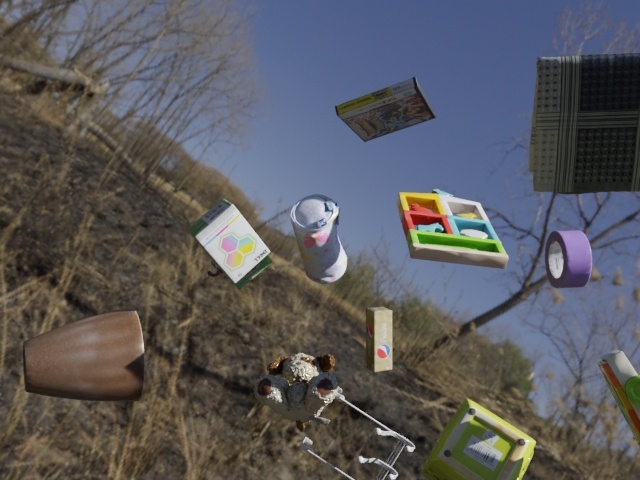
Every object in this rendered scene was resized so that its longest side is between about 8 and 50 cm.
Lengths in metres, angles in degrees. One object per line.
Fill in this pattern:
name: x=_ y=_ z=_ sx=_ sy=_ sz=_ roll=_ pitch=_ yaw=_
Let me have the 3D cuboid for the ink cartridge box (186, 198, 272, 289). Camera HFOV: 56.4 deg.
ink cartridge box: x=-0.189 y=0.020 z=1.337 sx=0.062 sy=0.109 sz=0.209 roll=31 pitch=-21 yaw=55

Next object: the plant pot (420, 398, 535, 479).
plant pot: x=0.405 y=0.554 z=1.526 sx=0.228 sy=0.227 sz=0.207 roll=30 pitch=-20 yaw=23

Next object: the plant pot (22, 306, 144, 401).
plant pot: x=-0.532 y=0.265 z=1.329 sx=0.230 sy=0.215 sz=0.215 roll=-1 pitch=12 yaw=-29

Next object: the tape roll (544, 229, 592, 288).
tape roll: x=0.805 y=0.061 z=1.946 sx=0.080 sy=0.189 sz=0.189 roll=-2 pitch=-10 yaw=1

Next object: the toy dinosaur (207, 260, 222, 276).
toy dinosaur: x=-0.256 y=0.074 z=1.531 sx=0.047 sy=0.082 sz=0.090 roll=6 pitch=36 yaw=-44

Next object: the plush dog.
plush dog: x=-0.061 y=0.460 z=1.909 sx=0.263 sy=0.225 sz=0.210 roll=-4 pitch=-51 yaw=9

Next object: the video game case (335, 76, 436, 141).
video game case: x=0.206 y=-0.390 z=1.819 sx=0.248 sy=0.035 sz=0.275 roll=-16 pitch=-14 yaw=19

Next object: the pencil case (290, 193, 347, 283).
pencil case: x=0.000 y=0.000 z=1.564 sx=0.113 sy=0.124 sz=0.273 roll=50 pitch=-17 yaw=34

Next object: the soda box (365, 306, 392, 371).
soda box: x=0.173 y=0.290 z=1.762 sx=0.061 sy=0.181 sz=0.058 roll=-3 pitch=7 yaw=-22

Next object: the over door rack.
over door rack: x=0.104 y=0.666 z=1.922 sx=0.324 sy=0.239 sz=0.108 roll=33 pitch=9 yaw=20

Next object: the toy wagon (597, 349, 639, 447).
toy wagon: x=0.693 y=0.398 z=1.248 sx=0.344 sy=0.068 sz=0.267 roll=68 pitch=15 yaw=16

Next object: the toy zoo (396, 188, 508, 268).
toy zoo: x=0.269 y=-0.037 z=1.277 sx=0.192 sy=0.030 sz=0.293 roll=7 pitch=29 yaw=-4

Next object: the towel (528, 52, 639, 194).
towel: x=0.654 y=-0.265 z=1.388 sx=0.312 sy=0.324 sz=0.056 roll=2 pitch=15 yaw=14
